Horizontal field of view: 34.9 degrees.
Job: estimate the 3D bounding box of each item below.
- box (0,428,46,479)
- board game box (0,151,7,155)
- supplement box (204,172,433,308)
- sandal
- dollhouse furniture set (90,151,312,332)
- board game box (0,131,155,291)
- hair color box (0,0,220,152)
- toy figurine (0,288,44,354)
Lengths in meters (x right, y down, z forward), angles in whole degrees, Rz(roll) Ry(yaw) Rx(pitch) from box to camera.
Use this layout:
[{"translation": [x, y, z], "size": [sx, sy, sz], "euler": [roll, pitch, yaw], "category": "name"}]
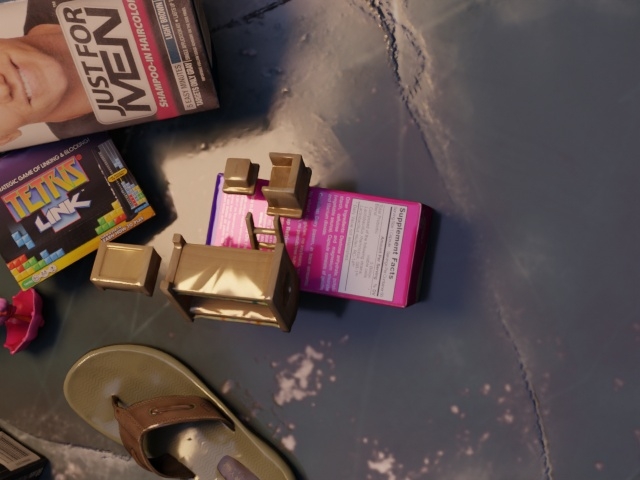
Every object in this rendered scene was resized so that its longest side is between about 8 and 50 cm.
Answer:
[{"translation": [-0.459, 0.336, 1.146], "size": [0.143, 0.165, 0.270], "euler": [31, 96, 11], "category": "box"}, {"translation": [-0.417, -0.222, 1.158], "size": [0.242, 0.064, 0.317], "euler": [7, 97, -1], "category": "board game box"}, {"translation": [0.000, 0.000, 1.083], "size": [0.220, 0.111, 0.114], "euler": [10, 91, 12], "category": "supplement box"}, {"translation": [-0.153, 0.214, 1.123], "size": [0.302, 0.086, 0.120], "euler": [32, 95, 11], "category": "sandal"}, {"translation": [-0.109, -0.005, 1.021], "size": [0.181, 0.101, 0.161], "euler": [6, 66, 13], "category": "dollhouse furniture set"}, {"translation": [-0.292, -0.048, 1.131], "size": [0.170, 0.048, 0.141], "euler": [-32, 107, -9], "category": "board game box"}, {"translation": [-0.290, -0.194, 1.038], "size": [0.347, 0.174, 0.105], "euler": [-11, 44, 1], "category": "hair color box"}, {"translation": [-0.399, 0.082, 1.155], "size": [0.159, 0.173, 0.130], "euler": [-6, 70, -1], "category": "toy figurine"}]
